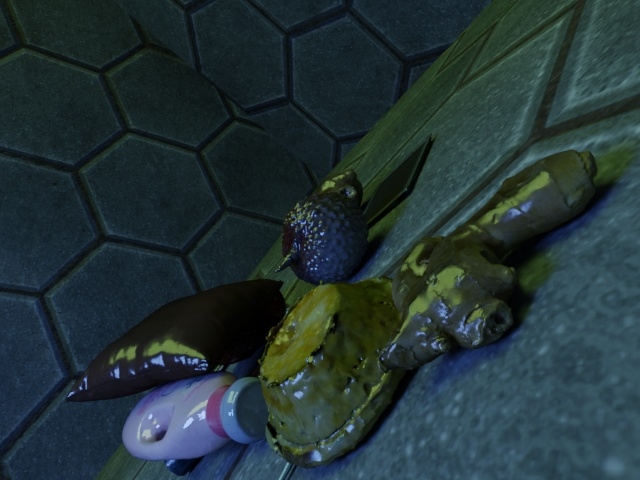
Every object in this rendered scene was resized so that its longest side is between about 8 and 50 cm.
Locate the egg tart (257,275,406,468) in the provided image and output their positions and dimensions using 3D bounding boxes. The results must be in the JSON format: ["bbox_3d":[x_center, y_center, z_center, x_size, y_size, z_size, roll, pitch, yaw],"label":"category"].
[{"bbox_3d":[0.005,0.113,0.464,0.212,0.090,0.212,-44,16,17],"label":"egg tart"}]

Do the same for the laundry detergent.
[{"bbox_3d":[-0.185,0.261,0.686,0.335,0.087,0.159,-25,19,45],"label":"laundry detergent"}]

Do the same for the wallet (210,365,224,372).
[{"bbox_3d":[-0.326,0.400,1.268,0.285,0.030,0.146,-50,11,-8],"label":"wallet"}]

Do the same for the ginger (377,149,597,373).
[{"bbox_3d":[0.133,0.017,0.361,0.214,0.059,0.133,-38,20,20],"label":"ginger"}]

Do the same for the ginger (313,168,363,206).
[{"bbox_3d":[0.019,-0.054,1.137,0.219,0.123,0.270,-44,19,57],"label":"ginger"}]

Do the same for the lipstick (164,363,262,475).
[{"bbox_3d":[-0.170,0.306,0.786,0.234,0.053,0.053,-45,8,3],"label":"lipstick"}]

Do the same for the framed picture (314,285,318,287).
[{"bbox_3d":[0.006,0.073,1.001,0.066,0.007,0.089,-51,7,-1],"label":"framed picture"}]

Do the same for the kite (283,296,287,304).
[{"bbox_3d":[-0.121,0.193,1.158,0.157,0.011,0.139,-45,12,43],"label":"kite"}]

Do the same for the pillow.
[{"bbox_3d":[-0.251,0.171,0.834,0.306,0.108,0.308,-19,12,23],"label":"pillow"}]

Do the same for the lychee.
[{"bbox_3d":[0.000,0.000,0.796,0.198,0.165,0.165,-22,-10,-35],"label":"lychee"}]

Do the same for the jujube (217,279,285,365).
[{"bbox_3d":[-0.199,0.183,1.054,0.255,0.190,0.190,-37,13,30],"label":"jujube"}]

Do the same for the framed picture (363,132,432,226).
[{"bbox_3d":[0.160,-0.118,1.006,0.197,0.014,0.252,-43,11,44],"label":"framed picture"}]

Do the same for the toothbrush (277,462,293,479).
[{"bbox_3d":[-0.016,0.198,0.484,0.219,0.019,0.016,-54,-31,-30],"label":"toothbrush"}]
